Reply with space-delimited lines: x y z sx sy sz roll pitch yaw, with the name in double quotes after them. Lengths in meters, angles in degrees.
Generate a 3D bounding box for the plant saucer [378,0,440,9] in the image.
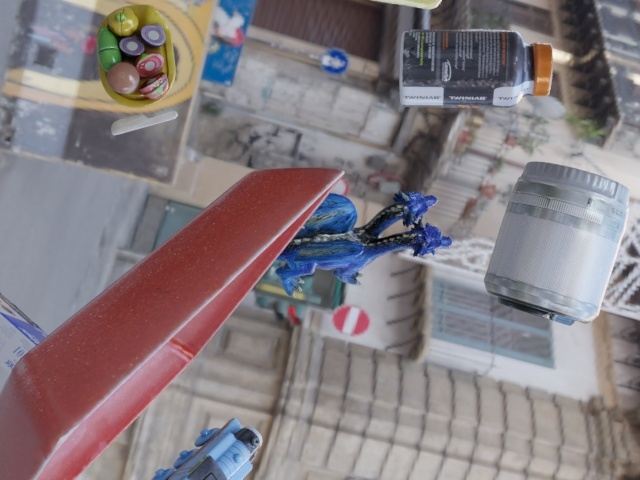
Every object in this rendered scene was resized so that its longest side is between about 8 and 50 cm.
-0.052 -0.367 0.707 0.081 0.333 0.332 2 -89 63 "plant saucer"

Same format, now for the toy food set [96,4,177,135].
-0.308 -0.295 1.421 0.071 0.128 0.217 118 -36 -84 "toy food set"

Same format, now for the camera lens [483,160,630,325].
0.445 0.010 1.620 0.219 0.220 0.274 -164 -89 -83 "camera lens"

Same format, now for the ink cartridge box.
-0.372 0.105 1.005 0.046 0.207 0.097 -53 157 -7 "ink cartridge box"

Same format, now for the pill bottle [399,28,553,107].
0.257 -0.285 1.425 0.130 0.246 0.130 2 90 -82 "pill bottle"

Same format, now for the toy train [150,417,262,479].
-0.150 0.313 1.166 0.105 0.080 0.184 -23 -171 39 "toy train"

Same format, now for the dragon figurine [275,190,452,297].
0.000 0.000 0.973 0.144 0.289 0.085 121 -37 -62 "dragon figurine"

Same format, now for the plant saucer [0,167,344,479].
-0.120 0.074 0.524 0.259 0.048 0.258 -48 178 44 "plant saucer"
